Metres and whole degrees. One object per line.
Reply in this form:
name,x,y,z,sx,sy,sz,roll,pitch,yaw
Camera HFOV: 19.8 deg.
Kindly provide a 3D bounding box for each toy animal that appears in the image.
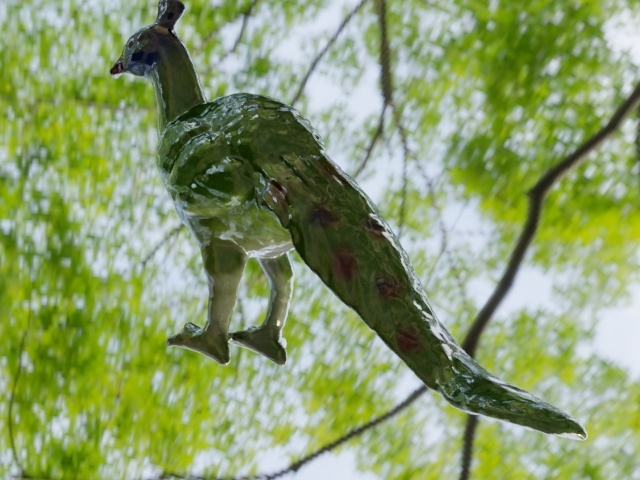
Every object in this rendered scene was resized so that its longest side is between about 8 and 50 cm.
toy animal,-0.006,0.014,0.494,0.041,0.075,0.217,0,-147,-34
